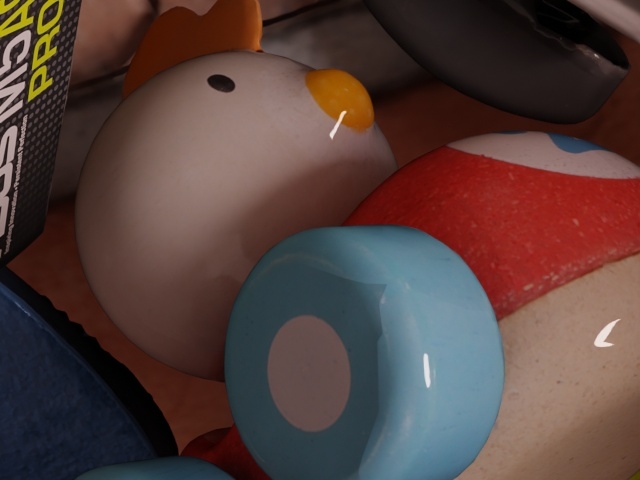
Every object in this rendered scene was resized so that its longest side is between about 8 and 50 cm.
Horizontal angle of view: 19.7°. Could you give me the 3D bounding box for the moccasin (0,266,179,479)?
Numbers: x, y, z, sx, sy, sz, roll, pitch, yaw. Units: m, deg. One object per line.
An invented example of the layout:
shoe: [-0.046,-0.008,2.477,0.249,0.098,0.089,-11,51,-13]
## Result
moccasin: [-0.195,-0.001,0.670,0.342,0.117,0.137,36,105,-11]

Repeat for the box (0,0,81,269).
box: [-0.188,-0.127,0.531,0.270,0.060,0.216,33,138,14]

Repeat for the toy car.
toy car: [0.000,0.000,0.603,0.219,0.238,0.210,-3,143,-48]

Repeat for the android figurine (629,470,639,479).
android figurine: [0.218,0.088,0.707,0.273,0.056,0.248,24,119,-16]

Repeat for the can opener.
can opener: [-0.013,-0.127,0.597,0.283,0.076,0.095,28,119,-10]
